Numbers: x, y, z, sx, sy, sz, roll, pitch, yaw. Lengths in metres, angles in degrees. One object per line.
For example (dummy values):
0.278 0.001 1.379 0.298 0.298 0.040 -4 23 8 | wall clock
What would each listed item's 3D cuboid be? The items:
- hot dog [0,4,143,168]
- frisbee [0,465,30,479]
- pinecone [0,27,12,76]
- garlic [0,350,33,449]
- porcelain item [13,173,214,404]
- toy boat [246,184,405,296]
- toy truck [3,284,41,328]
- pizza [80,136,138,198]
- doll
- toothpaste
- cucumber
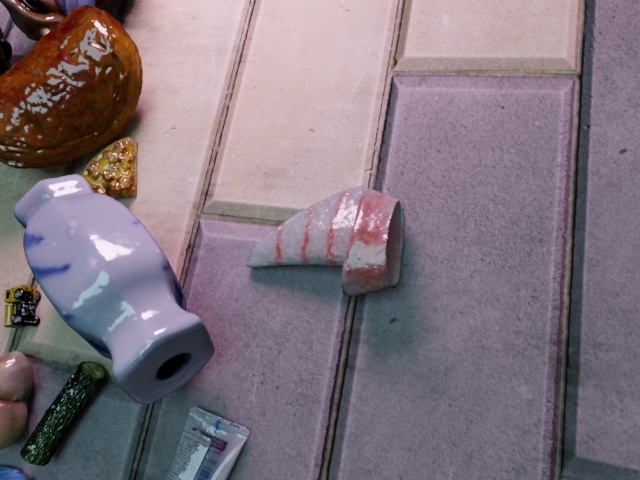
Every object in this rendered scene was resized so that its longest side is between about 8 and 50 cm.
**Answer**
-0.550 -0.310 0.994 0.388 0.174 0.267 -40 65 1 | hot dog
-0.601 0.512 0.795 0.242 0.045 0.242 -6 54 9 | frisbee
-0.868 -0.381 1.052 0.299 0.242 0.295 -17 69 2 | pinecone
-0.601 0.298 0.873 0.124 0.099 0.174 -10 75 -9 | garlic
-0.354 0.067 0.802 0.179 0.242 0.405 -34 63 -22 | porcelain item
0.000 0.000 0.824 0.283 0.096 0.205 -4 66 26 | toy boat
-0.600 0.132 0.938 0.054 0.049 0.083 -11 73 12 | toy truck
-0.436 -0.141 0.979 0.134 0.046 0.174 27 82 20 | pizza
-0.576 -0.610 1.062 0.340 0.209 0.317 -37 61 3 | doll
-0.221 0.432 0.752 0.114 0.073 0.299 16 71 18 | toothpaste
-0.463 0.308 0.849 0.058 0.058 0.187 29 82 20 | cucumber
